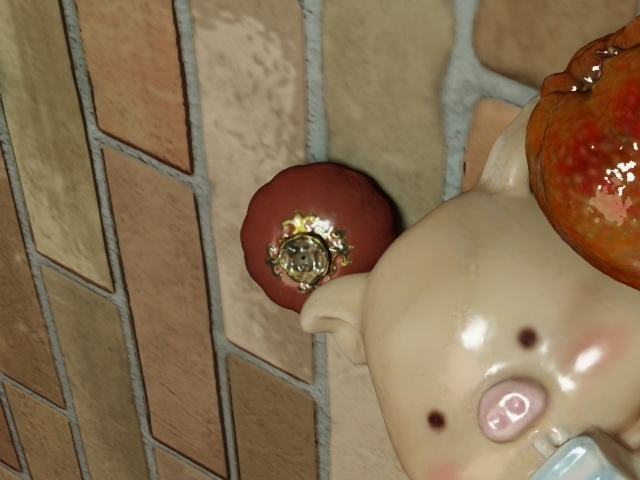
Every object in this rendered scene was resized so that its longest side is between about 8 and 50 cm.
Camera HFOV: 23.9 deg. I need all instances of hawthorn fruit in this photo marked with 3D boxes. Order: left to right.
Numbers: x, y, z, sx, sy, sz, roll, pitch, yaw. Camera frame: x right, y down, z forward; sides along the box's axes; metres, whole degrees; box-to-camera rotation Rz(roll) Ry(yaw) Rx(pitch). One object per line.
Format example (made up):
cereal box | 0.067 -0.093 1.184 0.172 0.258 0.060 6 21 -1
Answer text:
hawthorn fruit | 0.168 -0.037 0.702 0.138 0.133 0.133 42 148 -11

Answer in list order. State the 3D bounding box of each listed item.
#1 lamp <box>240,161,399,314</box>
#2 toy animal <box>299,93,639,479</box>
lamp | 0.000 0.000 0.949 0.101 0.090 0.101 4 110 10
toy animal | 0.134 0.098 0.806 0.195 0.213 0.256 -39 114 17
